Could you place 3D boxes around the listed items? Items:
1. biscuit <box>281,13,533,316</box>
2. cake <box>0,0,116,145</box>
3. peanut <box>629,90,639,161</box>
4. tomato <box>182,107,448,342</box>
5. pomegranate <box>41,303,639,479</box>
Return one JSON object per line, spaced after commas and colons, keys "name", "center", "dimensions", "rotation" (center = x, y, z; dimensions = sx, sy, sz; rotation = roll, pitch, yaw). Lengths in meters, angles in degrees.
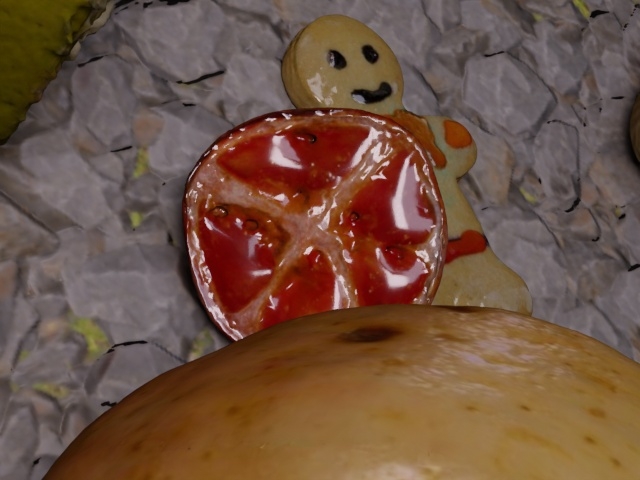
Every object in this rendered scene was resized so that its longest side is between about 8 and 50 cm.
{"name": "biscuit", "center": [0.043, -0.041, 1.021], "dimensions": [0.153, 0.030, 0.234], "rotation": [-7, 69, -36]}
{"name": "cake", "center": [-0.158, -0.166, 0.812], "dimensions": [0.156, 0.260, 0.179], "rotation": [24, 55, -17]}
{"name": "peanut", "center": [0.272, -0.106, 1.169], "dimensions": [0.080, 0.080, 0.174], "rotation": [37, 53, -10]}
{"name": "tomato", "center": [0.000, 0.000, 0.931], "dimensions": [0.156, 0.069, 0.155], "rotation": [0, 87, 5]}
{"name": "pomegranate", "center": [0.058, 0.217, 0.653], "dimensions": [0.410, 0.410, 0.410], "rotation": [15, 58, -25]}
